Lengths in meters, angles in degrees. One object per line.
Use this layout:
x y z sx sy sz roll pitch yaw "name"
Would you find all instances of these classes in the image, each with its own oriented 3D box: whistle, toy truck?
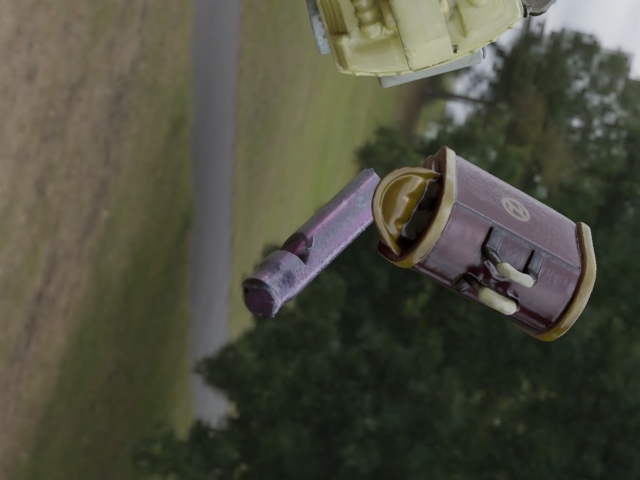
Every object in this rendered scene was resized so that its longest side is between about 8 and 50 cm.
0.000 0.000 1.062 0.176 0.033 0.033 -44 152 -50 "whistle"
0.029 -0.215 0.812 0.157 0.124 0.272 -92 168 -78 "toy truck"

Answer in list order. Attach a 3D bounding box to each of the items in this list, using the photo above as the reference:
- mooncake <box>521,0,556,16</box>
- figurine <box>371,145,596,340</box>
0.302 -0.295 1.480 0.057 0.346 0.150 -10 -91 56 "mooncake"
0.097 0.009 0.976 0.082 0.154 0.098 -57 -163 19 "figurine"
